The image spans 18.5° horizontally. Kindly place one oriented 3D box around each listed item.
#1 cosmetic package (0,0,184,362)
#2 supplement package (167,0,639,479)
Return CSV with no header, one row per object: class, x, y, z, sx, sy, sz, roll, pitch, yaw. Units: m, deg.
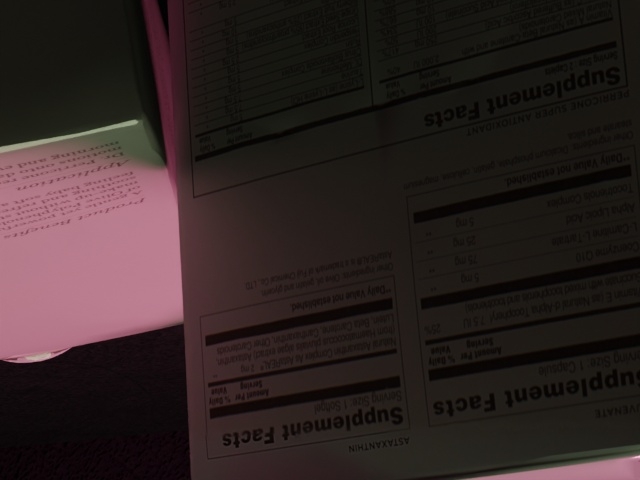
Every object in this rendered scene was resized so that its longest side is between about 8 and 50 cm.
cosmetic package,-0.156,-0.050,0.804,0.197,0.155,0.365,-11,169,-3
supplement package,0.081,-0.039,0.706,0.198,0.263,0.199,-13,165,36
